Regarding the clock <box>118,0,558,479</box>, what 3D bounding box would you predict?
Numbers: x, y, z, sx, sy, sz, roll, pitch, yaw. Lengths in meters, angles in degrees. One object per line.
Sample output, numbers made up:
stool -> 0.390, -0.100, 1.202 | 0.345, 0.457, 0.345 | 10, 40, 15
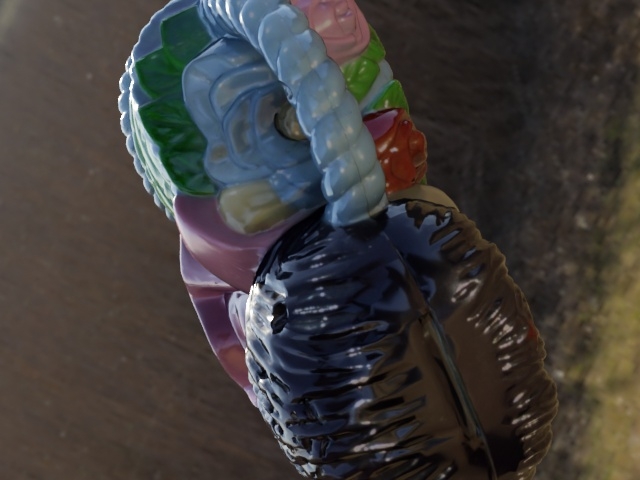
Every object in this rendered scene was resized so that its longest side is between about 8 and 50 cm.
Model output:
clock -> 0.000, 0.000, 0.502 | 0.100, 0.194, 0.195 | -27, 14, -10
